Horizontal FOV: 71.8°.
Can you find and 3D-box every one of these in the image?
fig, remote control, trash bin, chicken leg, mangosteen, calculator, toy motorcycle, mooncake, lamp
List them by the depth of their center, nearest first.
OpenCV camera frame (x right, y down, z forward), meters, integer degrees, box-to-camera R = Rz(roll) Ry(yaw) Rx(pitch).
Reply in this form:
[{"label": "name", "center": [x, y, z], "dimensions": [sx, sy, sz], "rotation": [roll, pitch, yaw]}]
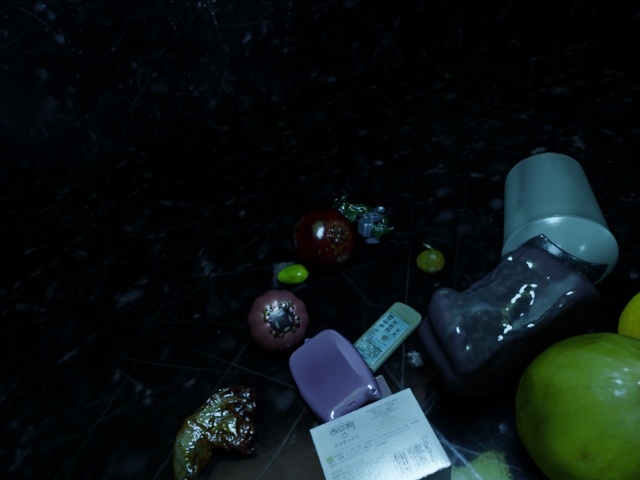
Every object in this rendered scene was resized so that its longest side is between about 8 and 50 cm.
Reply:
[{"label": "fig", "center": [0.564, 0.337, 0.857], "dimensions": [0.344, 0.343, 0.343], "rotation": [-8, 42, 7]}, {"label": "mooncake", "center": [0.421, 0.200, 1.036], "dimensions": [0.382, 0.350, 0.212], "rotation": [-20, 42, -9]}, {"label": "chicken leg", "center": [-0.269, 0.505, 1.099], "dimensions": [0.177, 0.083, 0.323], "rotation": [37, 58, 25]}, {"label": "calculator", "center": [0.023, 0.352, 1.182], "dimensions": [0.194, 0.043, 0.294], "rotation": [-36, 39, -7]}, {"label": "remote control", "center": [0.186, 0.271, 1.260], "dimensions": [0.233, 0.038, 0.098], "rotation": [-39, 47, -25]}, {"label": "lamp", "center": [-0.125, 0.235, 1.302], "dimensions": [0.182, 0.140, 0.181], "rotation": [4, 76, -18]}, {"label": "trash bin", "center": [0.682, -0.049, 1.306], "dimensions": [0.281, 0.280, 0.431], "rotation": [3, 41, 18]}, {"label": "fig", "center": [0.354, 0.058, 1.404], "dimensions": [0.082, 0.098, 0.084], "rotation": [-37, 58, -27]}, {"label": "mangosteen", "center": [0.000, 0.000, 1.507], "dimensions": [0.215, 0.215, 0.258], "rotation": [-38, 13, -25]}, {"label": "toy motorcycle", "center": [0.139, -0.079, 1.586], "dimensions": [0.187, 0.124, 0.274], "rotation": [-6, 24, -20]}]

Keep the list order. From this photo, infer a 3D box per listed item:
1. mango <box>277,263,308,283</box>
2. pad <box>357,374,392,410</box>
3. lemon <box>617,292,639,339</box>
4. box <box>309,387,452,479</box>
[{"label": "mango", "center": [-0.094, 0.115, 1.493], "dimensions": [0.108, 0.056, 0.073], "rotation": [-11, 36, 8]}, {"label": "pad", "center": [0.097, 0.426, 1.136], "dimensions": [0.188, 0.006, 0.113], "rotation": [-19, 40, -9]}, {"label": "lemon", "center": [0.809, 0.223, 1.001], "dimensions": [0.234, 0.233, 0.288], "rotation": [15, 51, 29]}, {"label": "box", "center": [0.131, 0.480, 0.987], "dimensions": [0.261, 0.111, 0.194], "rotation": [-21, 41, -5]}]
